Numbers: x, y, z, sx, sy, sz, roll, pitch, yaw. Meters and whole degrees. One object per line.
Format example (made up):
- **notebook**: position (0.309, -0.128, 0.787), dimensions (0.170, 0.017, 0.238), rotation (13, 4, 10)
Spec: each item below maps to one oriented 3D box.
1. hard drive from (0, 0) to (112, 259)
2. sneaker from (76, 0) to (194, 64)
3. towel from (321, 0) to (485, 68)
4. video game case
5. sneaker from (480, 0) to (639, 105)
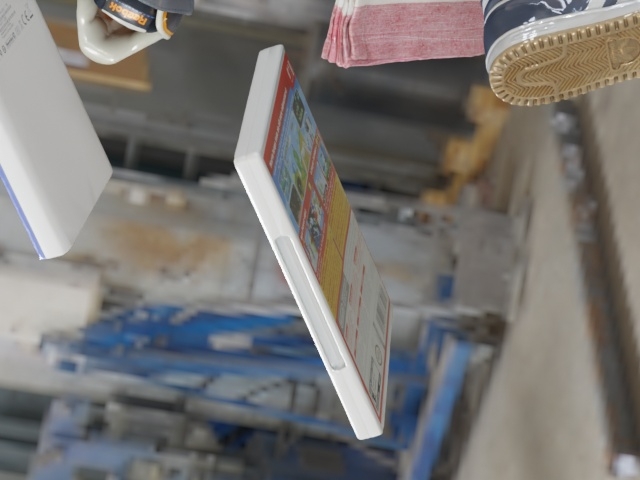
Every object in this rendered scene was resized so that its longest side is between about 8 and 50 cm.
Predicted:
- **hard drive**: position (-0.334, -0.166, 2.153), dimensions (0.210, 0.040, 0.318), rotation (-72, -36, -59)
- **sneaker**: position (-0.169, -0.302, 2.042), dimensions (0.321, 0.126, 0.127), rotation (-55, 8, 51)
- **towel**: position (0.127, -0.326, 1.870), dimensions (0.037, 0.237, 0.329), rotation (31, 118, 35)
- **video game case**: position (0.000, 0.000, 1.641), dimensions (0.204, 0.025, 0.285), rotation (-81, -28, -59)
- **sneaker**: position (0.280, -0.215, 1.746), dimensions (0.153, 0.282, 0.099), rotation (-99, -1, -48)
